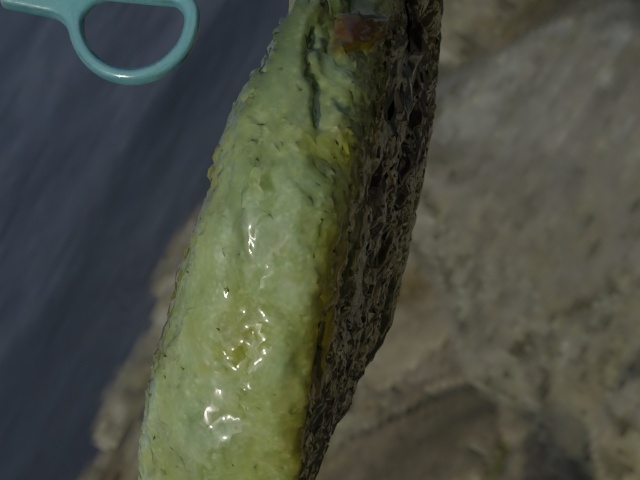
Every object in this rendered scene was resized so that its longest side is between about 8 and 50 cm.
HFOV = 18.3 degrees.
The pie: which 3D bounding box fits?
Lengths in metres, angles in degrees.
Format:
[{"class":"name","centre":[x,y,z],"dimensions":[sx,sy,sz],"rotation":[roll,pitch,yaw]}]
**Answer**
[{"class":"pie","centre":[0.000,0.000,0.835],"dimensions":[0.323,0.070,0.323],"rotation":[18,-90,-83]}]

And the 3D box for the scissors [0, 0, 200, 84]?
[{"class":"scissors","centre":[-0.329,-0.258,1.893],"dimensions":[0.029,0.447,0.193],"rotation":[69,-151,-76]}]
